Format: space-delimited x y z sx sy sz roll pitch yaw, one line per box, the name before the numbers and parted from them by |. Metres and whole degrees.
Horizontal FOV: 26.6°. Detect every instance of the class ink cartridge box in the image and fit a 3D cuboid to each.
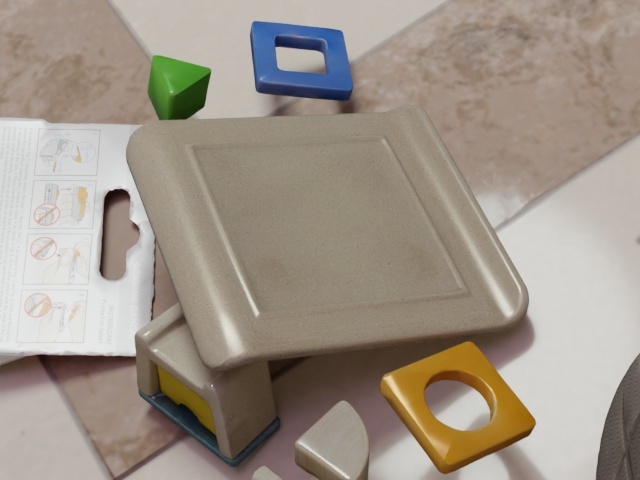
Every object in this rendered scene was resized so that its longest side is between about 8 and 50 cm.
ink cartridge box | -0.220 0.005 0.884 0.224 0.056 0.181 2 60 -6

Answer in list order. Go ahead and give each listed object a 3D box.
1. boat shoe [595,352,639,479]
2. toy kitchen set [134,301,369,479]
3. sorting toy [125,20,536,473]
boat shoe | 0.222 0.189 0.631 0.116 0.123 0.324 6 48 -21
toy kitchen set | -0.088 0.161 0.732 0.166 0.122 0.207 32 52 28
sorting toy | 0.000 0.000 0.794 0.196 0.047 0.348 -8 50 -22
